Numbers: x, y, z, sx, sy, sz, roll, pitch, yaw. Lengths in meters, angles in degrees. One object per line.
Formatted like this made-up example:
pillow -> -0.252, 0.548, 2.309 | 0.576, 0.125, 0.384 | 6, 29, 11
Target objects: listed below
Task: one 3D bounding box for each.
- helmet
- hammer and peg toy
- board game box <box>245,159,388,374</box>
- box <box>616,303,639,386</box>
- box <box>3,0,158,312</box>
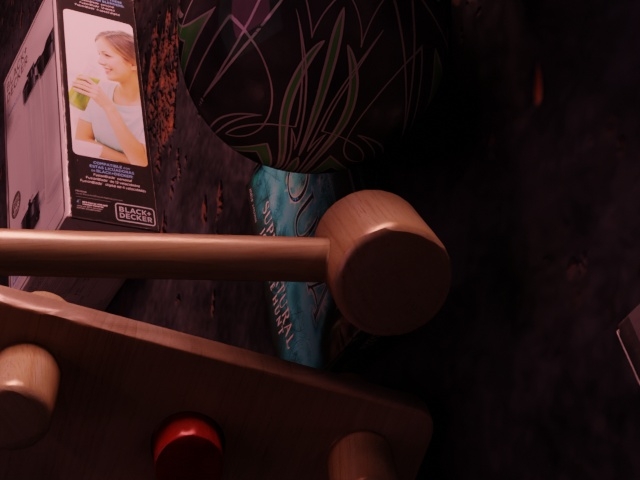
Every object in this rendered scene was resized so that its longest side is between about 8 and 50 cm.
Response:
helmet -> -0.003, -0.119, 0.684 | 0.161, 0.169, 0.169 | -95, 29, -52
hammer and peg toy -> -0.084, 0.118, 0.653 | 0.127, 0.266, 0.361 | -105, 32, -69
board game box -> 0.000, 0.000, 0.778 | 0.126, 0.026, 0.186 | -52, 39, 42
box -> 0.214, 0.072, 0.335 | 0.216, 0.060, 0.270 | -54, 38, 38
box -> -0.239, -0.087, 1.173 | 0.169, 0.087, 0.290 | -48, 42, 44
